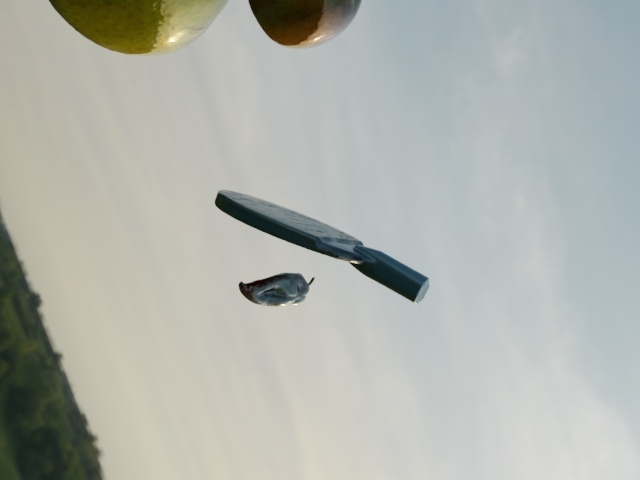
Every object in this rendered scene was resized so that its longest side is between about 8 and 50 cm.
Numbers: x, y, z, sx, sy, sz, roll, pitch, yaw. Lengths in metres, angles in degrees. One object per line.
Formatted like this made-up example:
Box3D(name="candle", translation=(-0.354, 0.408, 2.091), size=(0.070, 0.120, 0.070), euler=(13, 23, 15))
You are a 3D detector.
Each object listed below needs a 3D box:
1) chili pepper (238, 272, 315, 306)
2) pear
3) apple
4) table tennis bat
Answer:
Box3D(name="chili pepper", translation=(-0.059, 0.071, 1.533), size=(0.041, 0.153, 0.050), euler=(-1, -91, 35))
Box3D(name="pear", translation=(-0.301, -0.494, 1.780), size=(0.362, 0.362, 0.418), euler=(69, 19, 1))
Box3D(name="apple", translation=(-0.022, -0.410, 1.719), size=(0.196, 0.196, 0.196), euler=(58, -19, 34))
Box3D(name="table tennis bat", translation=(0.000, 0.000, 1.460), size=(0.329, 0.044, 0.215), euler=(25, 7, 22))
